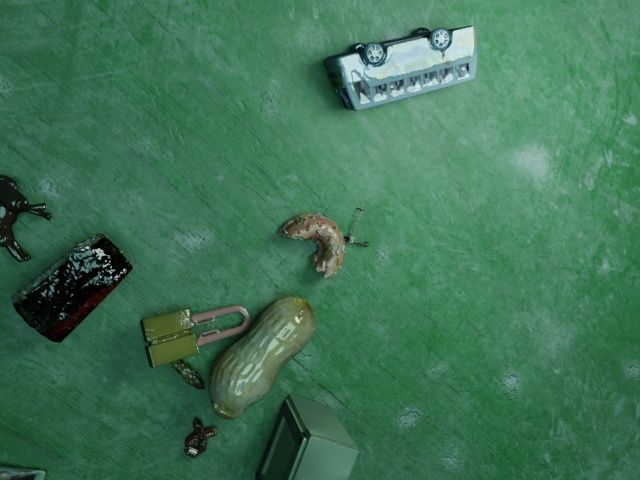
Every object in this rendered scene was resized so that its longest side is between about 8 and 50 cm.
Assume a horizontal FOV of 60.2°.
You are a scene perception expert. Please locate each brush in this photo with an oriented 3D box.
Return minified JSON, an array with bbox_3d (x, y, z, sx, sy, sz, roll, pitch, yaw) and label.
[{"bbox_3d":[-0.261,0.192,1.192,0.233,0.047,0.103,-12,83,-28],"label":"brush"}]

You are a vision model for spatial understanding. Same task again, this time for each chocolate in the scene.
[{"bbox_3d":[-0.132,0.249,1.201,0.134,0.134,0.309,40,85,-16],"label":"chocolate"}]

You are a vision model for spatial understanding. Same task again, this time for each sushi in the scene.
[{"bbox_3d":[-0.487,0.089,1.081,0.225,0.136,0.126,-44,103,1],"label":"sushi"}]

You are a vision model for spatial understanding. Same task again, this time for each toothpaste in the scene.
[{"bbox_3d":[-0.683,0.480,1.130,0.216,0.037,0.062,23,90,-22],"label":"toothpaste"}]

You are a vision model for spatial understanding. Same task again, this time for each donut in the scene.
[{"bbox_3d":[0.000,0.000,1.235,0.166,0.065,0.117,42,86,-18],"label":"donut"}]

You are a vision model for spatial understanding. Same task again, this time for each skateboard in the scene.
[{"bbox_3d":[0.096,-0.030,1.277,0.063,0.032,0.083,14,96,-26],"label":"skateboard"}]

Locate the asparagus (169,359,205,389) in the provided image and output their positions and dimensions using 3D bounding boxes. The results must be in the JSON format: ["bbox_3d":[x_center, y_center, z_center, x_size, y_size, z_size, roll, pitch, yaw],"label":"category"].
[{"bbox_3d":[-0.309,0.268,1.203,0.030,0.036,0.165,-36,107,12],"label":"asparagus"}]

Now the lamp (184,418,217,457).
[{"bbox_3d":[-0.276,0.448,1.239,0.063,0.031,0.083,32,93,-16],"label":"lamp"}]

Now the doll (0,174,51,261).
[{"bbox_3d":[-0.617,-0.052,1.068,0.165,0.057,0.139,28,91,-8],"label":"doll"}]

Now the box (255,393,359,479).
[{"bbox_3d":[-0.043,0.493,1.205,0.117,0.225,0.225,21,91,-17],"label":"box"}]

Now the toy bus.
[{"bbox_3d":[0.182,-0.385,1.217,0.329,0.109,0.136,-17,112,-12],"label":"toy bus"}]
